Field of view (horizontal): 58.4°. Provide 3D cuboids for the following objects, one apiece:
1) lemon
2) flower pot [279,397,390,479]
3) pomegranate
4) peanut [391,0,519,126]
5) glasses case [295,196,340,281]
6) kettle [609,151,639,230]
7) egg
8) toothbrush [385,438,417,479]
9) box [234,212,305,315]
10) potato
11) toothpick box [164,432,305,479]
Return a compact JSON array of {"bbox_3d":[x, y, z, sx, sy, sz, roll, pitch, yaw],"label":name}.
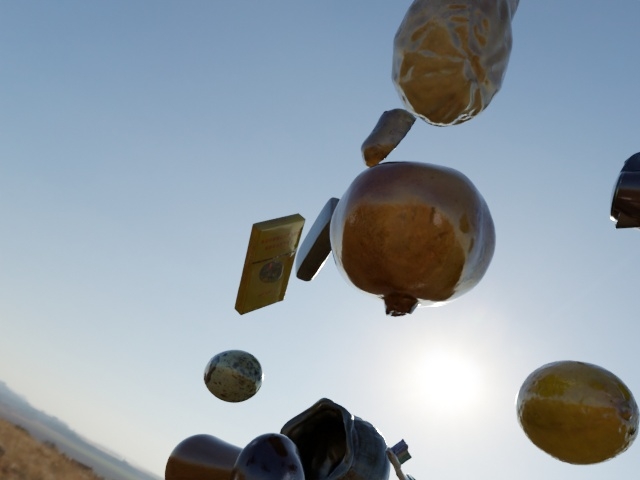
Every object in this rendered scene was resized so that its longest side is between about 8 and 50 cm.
[{"bbox_3d":[0.573,0.386,1.291,0.236,0.235,0.263,26,-9,4],"label":"lemon"},{"bbox_3d":[0.018,0.572,1.465,0.302,0.301,0.213,-4,-43,47],"label":"flower pot"},{"bbox_3d":[0.223,0.002,1.413,0.417,0.416,0.416,22,-26,12],"label":"pomegranate"},{"bbox_3d":[0.174,-0.270,0.682,0.147,0.305,0.147,18,-29,10],"label":"peanut"},{"bbox_3d":[0.000,0.000,1.944,0.074,0.131,0.323,18,-48,-16],"label":"glasses case"},{"bbox_3d":[0.693,-0.088,1.103,0.232,0.202,0.144,17,-18,31],"label":"kettle"},{"bbox_3d":[-0.143,0.218,0.925,0.110,0.085,0.085,4,-34,35],"label":"egg"},{"bbox_3d":[0.129,0.349,0.812,0.030,0.030,0.304,13,-34,27],"label":"toothbrush"},{"bbox_3d":[-0.075,0.036,0.842,0.023,0.087,0.155,37,-53,31],"label":"box"},{"bbox_3d":[0.176,-0.292,1.586,0.081,0.200,0.164,40,-21,-11],"label":"potato"},{"bbox_3d":[-0.170,0.482,1.155,0.295,0.192,0.192,-8,-42,35],"label":"toothpick box"}]
